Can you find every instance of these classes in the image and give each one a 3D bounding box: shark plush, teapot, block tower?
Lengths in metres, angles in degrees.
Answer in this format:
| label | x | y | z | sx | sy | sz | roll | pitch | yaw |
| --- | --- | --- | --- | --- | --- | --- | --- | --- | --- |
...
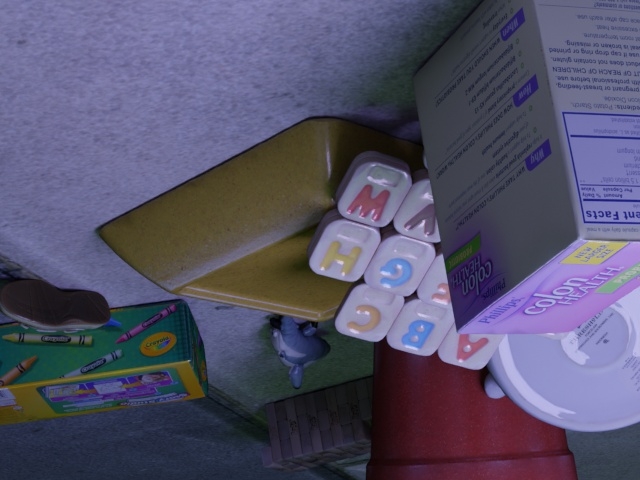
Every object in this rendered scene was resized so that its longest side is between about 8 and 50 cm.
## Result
| label | x | y | z | sx | sy | sz | roll | pitch | yaw |
| --- | --- | --- | --- | --- | --- | --- | --- | --- | --- |
| shark plush | -0.032 | 0.113 | 2.105 | 0.067 | 0.073 | 0.161 | -27 | 139 | -4 |
| teapot | 0.283 | 0.062 | 1.758 | 0.256 | 0.252 | 0.187 | -8 | -162 | 8 |
| block tower | 0.075 | 0.251 | 2.419 | 0.335 | 0.097 | 0.091 | -19 | 157 | 22 |

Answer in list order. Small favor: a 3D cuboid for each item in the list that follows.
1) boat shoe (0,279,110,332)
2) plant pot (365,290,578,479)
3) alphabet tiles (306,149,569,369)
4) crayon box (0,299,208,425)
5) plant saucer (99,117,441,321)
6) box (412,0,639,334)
| label | x | y | z | sx | sy | sz | roll | pitch | yaw |
| --- | --- | --- | --- | --- | --- | --- | --- | --- | --- |
| boat shoe | -0.303 | 0.078 | 1.863 | 0.048 | 0.056 | 0.153 | -29 | 159 | 34 |
| plant pot | 0.171 | 0.191 | 1.982 | 0.272 | 0.265 | 0.272 | -3 | 175 | 0 |
| alphabet tiles | 0.139 | 0.009 | 1.588 | 0.284 | 0.021 | 0.278 | 16 | 125 | -18 |
| crayon box | -0.284 | 0.151 | 2.024 | 0.278 | 0.081 | 0.165 | -8 | 160 | 0 |
| plant saucer | 0.000 | 0.000 | 1.728 | 0.333 | 0.081 | 0.333 | -25 | 153 | 38 |
| box | 0.187 | -0.071 | 1.368 | 0.117 | 0.243 | 0.213 | 1 | 157 | -23 |
